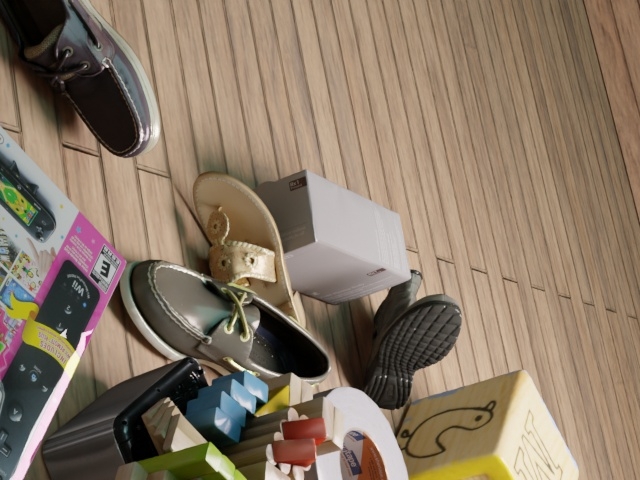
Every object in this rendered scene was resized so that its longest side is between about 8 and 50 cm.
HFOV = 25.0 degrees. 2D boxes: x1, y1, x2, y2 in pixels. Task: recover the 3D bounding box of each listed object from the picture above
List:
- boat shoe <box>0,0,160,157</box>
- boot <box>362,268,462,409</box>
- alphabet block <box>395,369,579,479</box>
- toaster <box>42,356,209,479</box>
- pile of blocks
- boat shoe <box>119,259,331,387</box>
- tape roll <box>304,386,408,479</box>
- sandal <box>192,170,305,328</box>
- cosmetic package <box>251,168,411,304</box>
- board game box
[{"bbox_3d":[-0.268,-0.205,1.493,0.285,0.103,0.092,63,34,-7],"label":"boat shoe"},{"bbox_3d":[0.112,0.098,1.882,0.083,0.246,0.161,16,51,-12],"label":"boot"},{"bbox_3d":[0.216,0.321,1.933,0.193,0.192,0.197,59,29,-17],"label":"alphabet block"},{"bbox_3d":[-0.162,0.228,1.392,0.168,0.110,0.185,65,28,-9],"label":"toaster"},{"bbox_3d":[-0.070,0.193,1.341,0.149,0.112,0.362,65,28,-11],"label":"pile of blocks"},{"bbox_3d":[-0.101,0.095,1.604,0.305,0.091,0.109,39,41,-46],"label":"boat shoe"},{"bbox_3d":[0.024,0.289,1.732,0.219,0.072,0.219,38,43,-45],"label":"tape roll"},{"bbox_3d":[-0.086,0.038,1.675,0.240,0.088,0.079,65,26,-23],"label":"sandal"},{"bbox_3d":[0.000,0.000,1.812,0.238,0.127,0.107,17,58,-55],"label":"cosmetic package"},{"bbox_3d":[-0.309,0.070,1.195,0.224,0.097,0.303,50,45,-33],"label":"board game box"}]
